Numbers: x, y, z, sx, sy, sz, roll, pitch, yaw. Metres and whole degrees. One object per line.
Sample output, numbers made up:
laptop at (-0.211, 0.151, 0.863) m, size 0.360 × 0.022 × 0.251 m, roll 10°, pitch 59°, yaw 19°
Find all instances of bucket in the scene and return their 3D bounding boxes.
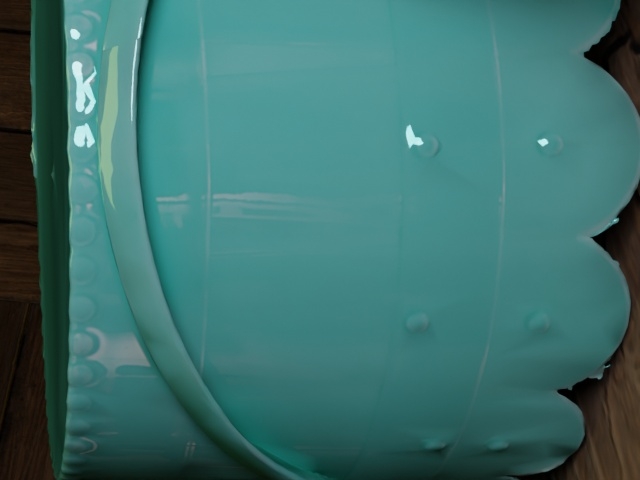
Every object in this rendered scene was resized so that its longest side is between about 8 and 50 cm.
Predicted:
bucket at (-0.017, -0.030, 0.514) m, size 0.281 × 0.183 × 0.281 m, roll 178°, pitch 90°, yaw -75°
